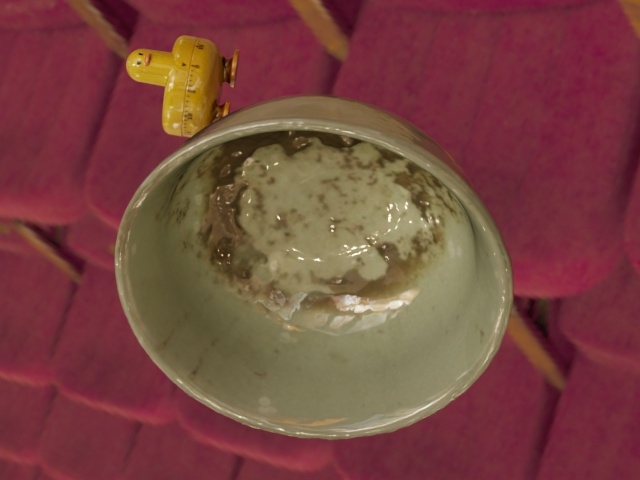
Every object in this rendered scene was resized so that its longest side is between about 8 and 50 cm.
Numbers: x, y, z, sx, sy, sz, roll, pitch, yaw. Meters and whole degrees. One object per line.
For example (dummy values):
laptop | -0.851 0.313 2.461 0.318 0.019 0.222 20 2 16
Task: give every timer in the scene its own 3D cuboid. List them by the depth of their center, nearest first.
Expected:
timer | -0.144 -0.161 1.283 0.109 0.107 0.107 9 159 -2

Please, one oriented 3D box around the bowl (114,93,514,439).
bowl | 0.000 0.000 0.951 0.289 0.146 0.289 3 124 5
